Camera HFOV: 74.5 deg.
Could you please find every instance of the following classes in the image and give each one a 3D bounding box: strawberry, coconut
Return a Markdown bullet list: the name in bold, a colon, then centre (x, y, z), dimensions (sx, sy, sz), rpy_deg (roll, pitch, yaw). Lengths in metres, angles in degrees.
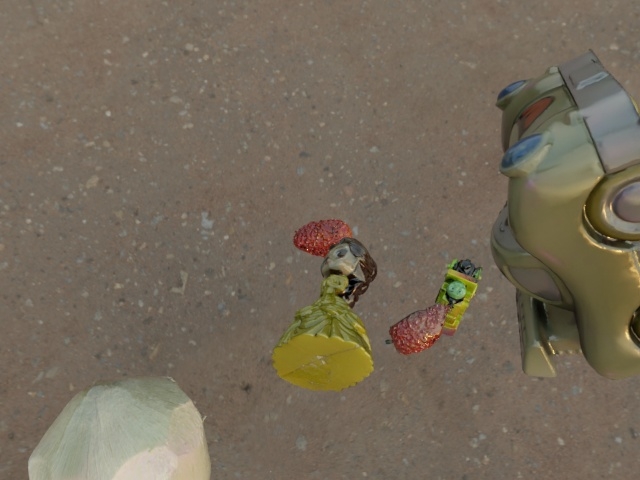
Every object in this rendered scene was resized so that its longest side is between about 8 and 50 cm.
- **strawberry**: centre (0.000, 0.000, 1.203), dimensions (0.188, 0.082, 0.121), rpy_deg (-4, 88, 21)
- **coconut**: centre (-0.257, 0.284, 0.562), dimensions (0.224, 0.224, 0.234), rpy_deg (1, 106, 0)
- **strawberry**: centre (0.266, 0.248, 1.121), dimensions (0.192, 0.140, 0.085), rpy_deg (-21, 52, 4)

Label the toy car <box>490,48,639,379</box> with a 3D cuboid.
- **toy car**: centre (0.296, -0.015, 0.509), dimensions (0.336, 0.226, 0.242), rpy_deg (52, 36, -20)

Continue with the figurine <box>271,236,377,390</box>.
- **figurine**: centre (0.029, 0.112, 0.834), dimensions (0.168, 0.187, 0.315), rpy_deg (21, 42, -4)

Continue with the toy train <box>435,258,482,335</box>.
- **toy train**: centre (0.400, 0.170, 1.256), dimensions (0.100, 0.296, 0.161), rpy_deg (22, 64, 20)
